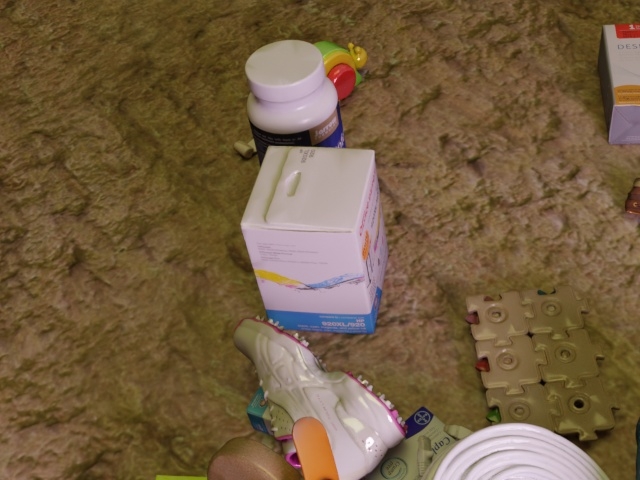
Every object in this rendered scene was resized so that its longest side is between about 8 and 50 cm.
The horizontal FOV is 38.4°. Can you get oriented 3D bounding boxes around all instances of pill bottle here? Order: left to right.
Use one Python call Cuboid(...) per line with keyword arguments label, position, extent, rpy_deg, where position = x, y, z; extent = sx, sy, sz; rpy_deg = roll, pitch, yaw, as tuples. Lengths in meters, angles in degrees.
Cuboid(label="pill bottle", position=(-0.040, -0.191, 1.530), extent=(0.153, 0.265, 0.153), rpy_deg=(-6, 47, 6))

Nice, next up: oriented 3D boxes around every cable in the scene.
Cuboid(label="cable", position=(0.229, 0.335, 1.042), extent=(0.257, 0.089, 0.257), rpy_deg=(9, 61, 1))

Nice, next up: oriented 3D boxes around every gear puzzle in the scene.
Cuboid(label="gear puzzle", position=(0.307, 0.209, 1.248), extent=(0.175, 0.044, 0.339), rpy_deg=(-7, 49, 3))

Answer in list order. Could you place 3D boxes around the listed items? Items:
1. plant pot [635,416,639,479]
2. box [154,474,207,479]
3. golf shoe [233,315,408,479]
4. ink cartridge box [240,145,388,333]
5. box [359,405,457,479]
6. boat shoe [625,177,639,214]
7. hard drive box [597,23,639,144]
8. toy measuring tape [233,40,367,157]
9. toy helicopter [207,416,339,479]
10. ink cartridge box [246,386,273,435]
Cuboid(label="plant pot", position=(0.452, 0.331, 0.949), extent=(0.271, 0.272, 0.255), rpy_deg=(9, 53, 19))
Cuboid(label="box", position=(-0.176, 0.389, 1.170), extent=(0.109, 0.042, 0.178), rpy_deg=(-1, 48, 11))
Cuboid(label="golf shoe", position=(-0.033, 0.205, 1.197), extent=(0.306, 0.115, 0.140), rpy_deg=(30, 75, 42))
Cuboid(label="ink cartridge box", position=(0.000, 0.000, 1.366), extent=(0.168, 0.233, 0.171), rpy_deg=(2, 48, 14))
Cuboid(label="box", position=(0.136, 0.304, 1.167), extent=(0.126, 0.072, 0.137), rpy_deg=(-36, 52, -21))
Cuboid(label="boat shoe", position=(0.555, -0.037, 1.416), extent=(0.178, 0.064, 0.060), rpy_deg=(29, 89, 34))
Cuboid(label="hard drive box", position=(0.590, -0.278, 1.608), extent=(0.181, 0.089, 0.232), rpy_deg=(-1, 47, 10))
Cuboid(label="toy measuring tape", position=(-0.037, -0.284, 1.722), extent=(0.330, 0.121, 0.121), rpy_deg=(-38, 51, -22))
Cuboid(label="toy helicopter", position=(0.012, 0.356, 1.051), extent=(0.355, 0.235, 0.140), rpy_deg=(39, 43, 16))
Cuboid(label="ink cartridge box", position=(-0.027, 0.234, 1.278), extent=(0.122, 0.052, 0.088), rpy_deg=(14, 52, 25))
